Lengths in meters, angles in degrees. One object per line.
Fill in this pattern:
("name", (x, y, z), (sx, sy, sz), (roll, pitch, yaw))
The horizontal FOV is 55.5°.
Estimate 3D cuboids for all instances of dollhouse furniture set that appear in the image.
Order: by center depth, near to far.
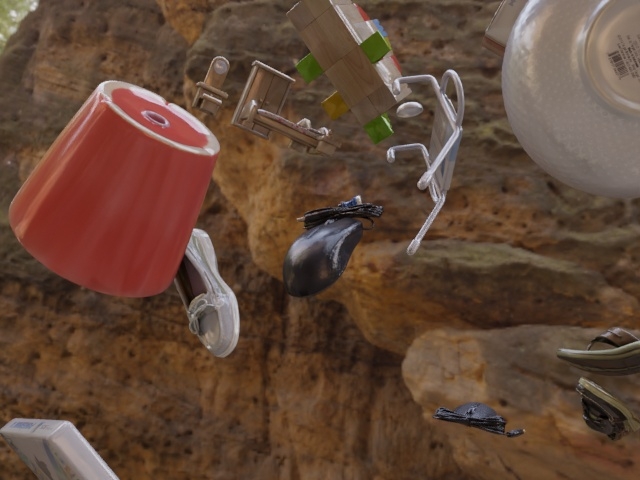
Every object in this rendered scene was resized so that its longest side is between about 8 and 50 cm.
("dollhouse furniture set", (-0.118, -0.338, 1.425), (0.304, 0.173, 0.355), (21, 3, -21))

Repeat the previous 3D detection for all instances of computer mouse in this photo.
("computer mouse", (0.000, 0.000, 1.164), (0.189, 0.272, 0.072), (-8, -58, 28))
("computer mouse", (0.392, 0.413, 1.415), (0.184, 0.060, 0.262), (4, -15, 36))

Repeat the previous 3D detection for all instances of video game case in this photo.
("video game case", (-0.306, 0.383, 0.854), (0.300, 0.036, 0.328), (-20, -72, 50))

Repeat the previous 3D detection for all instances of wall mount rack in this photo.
("wall mount rack", (0.215, -0.158, 1.245), (0.131, 0.304, 0.350), (-8, -37, -4))

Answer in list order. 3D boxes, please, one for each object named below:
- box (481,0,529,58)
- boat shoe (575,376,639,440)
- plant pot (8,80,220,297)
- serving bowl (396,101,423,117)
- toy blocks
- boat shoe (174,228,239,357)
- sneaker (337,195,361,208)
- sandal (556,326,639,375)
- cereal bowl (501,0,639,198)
("box", (0.543, -0.577, 1.679), (0.149, 0.126, 0.232), (31, 15, 6))
("boat shoe", (0.518, 0.317, 1.108), (0.224, 0.073, 0.080), (35, 5, -39))
("plant pot", (-0.297, -0.090, 0.936), (0.275, 0.275, 0.243), (19, -65, -35))
("serving bowl", (0.279, -0.416, 1.914), (0.084, 0.027, 0.083), (-7, -9, -1))
("toy blocks", (0.087, -0.427, 1.383), (0.191, 0.381, 0.261), (-32, 8, 29))
("boat shoe", (-0.268, 0.108, 1.324), (0.103, 0.320, 0.118), (7, -38, -45))
("sneaker", (0.108, -0.124, 2.258), (0.085, 0.058, 0.152), (-6, -10, -2))
("sandal", (0.671, 0.232, 1.321), (0.303, 0.086, 0.120), (-19, -40, 38))
("cereal bowl", (0.406, -0.223, 0.770), (0.339, 0.338, 0.141), (-2, 2, 13))
